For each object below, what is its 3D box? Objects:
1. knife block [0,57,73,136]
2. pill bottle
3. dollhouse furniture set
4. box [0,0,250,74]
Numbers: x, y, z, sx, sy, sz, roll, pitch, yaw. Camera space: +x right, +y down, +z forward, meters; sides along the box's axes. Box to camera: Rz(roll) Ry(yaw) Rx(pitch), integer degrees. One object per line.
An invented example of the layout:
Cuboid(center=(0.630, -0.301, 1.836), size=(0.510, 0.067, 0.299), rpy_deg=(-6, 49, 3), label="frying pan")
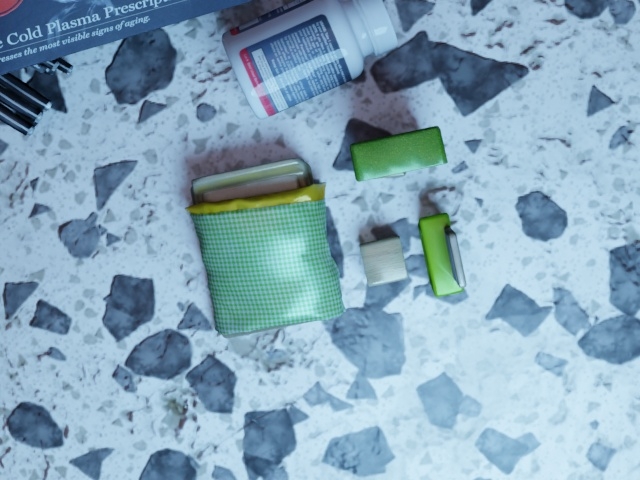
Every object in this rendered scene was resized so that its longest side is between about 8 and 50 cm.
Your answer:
Cuboid(center=(-0.434, -0.222, 1.178), size=(0.276, 0.088, 0.242), rpy_deg=(-11, 94, 1), label="knife block")
Cuboid(center=(-0.010, -0.219, 1.159), size=(0.180, 0.108, 0.108), rpy_deg=(-23, 94, 3), label="pill bottle")
Cuboid(center=(0.000, 0.000, 1.156), size=(0.302, 0.151, 0.197), rpy_deg=(-12, 95, 2), label="dollhouse furniture set")
Cuboid(center=(-0.236, -0.364, 0.988), size=(0.343, 0.312, 0.179), rpy_deg=(-21, 53, -16), label="box")
